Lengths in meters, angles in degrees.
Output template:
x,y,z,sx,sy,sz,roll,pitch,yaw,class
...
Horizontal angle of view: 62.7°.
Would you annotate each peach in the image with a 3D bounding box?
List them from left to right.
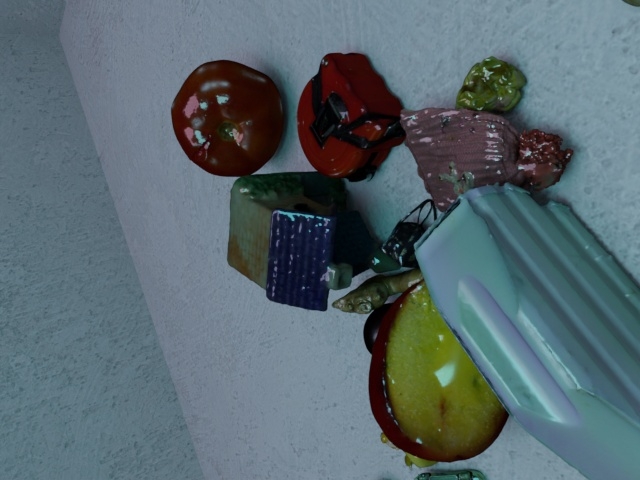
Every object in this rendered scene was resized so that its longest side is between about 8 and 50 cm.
x,y,z,sx,sy,sz,roll,pitch,yaw,class
0.224,0.223,0.956,0.281,0.281,0.338,34,126,41,peach

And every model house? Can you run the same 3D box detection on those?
x,y,z,sx,sy,sz,roll,pitch,yaw,class
0.000,0.000,1.119,0.280,0.312,0.245,28,116,46,model house

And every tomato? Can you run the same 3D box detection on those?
x,y,z,sx,sy,sz,roll,pitch,yaw,class
-0.229,-0.319,1.358,0.226,0.299,0.298,-103,19,-62,tomato

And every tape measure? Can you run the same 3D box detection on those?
x,y,z,sx,sy,sz,roll,pitch,yaw,class
0.056,-0.250,1.126,0.253,0.114,0.260,60,140,20,tape measure

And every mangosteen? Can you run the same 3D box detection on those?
x,y,z,sx,sy,sz,roll,pitch,yaw,class
0.152,0.200,1.159,0.140,0.140,0.140,20,117,47,mangosteen

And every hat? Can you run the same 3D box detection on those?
x,y,z,sx,sy,sz,roll,pitch,yaw,class
0.271,-0.125,0.887,0.287,0.107,0.236,6,136,47,hat

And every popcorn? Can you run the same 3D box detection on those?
x,y,z,sx,sy,sz,roll,pitch,yaw,class
0.275,-0.252,0.878,0.109,0.089,0.096,-38,58,46,popcorn

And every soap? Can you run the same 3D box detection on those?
x,y,z,sx,sy,sz,roll,pitch,yaw,class
0.346,0.123,0.764,0.446,0.262,0.156,57,142,21,soap

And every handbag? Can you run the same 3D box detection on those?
x,y,z,sx,sy,sz,roll,pitch,yaw,class
0.192,-0.020,1.053,0.072,0.115,0.139,32,108,42,handbag

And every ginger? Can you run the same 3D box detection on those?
x,y,z,sx,sy,sz,roll,pitch,yaw,class
0.136,0.110,1.123,0.214,0.133,0.058,-16,102,45,ginger

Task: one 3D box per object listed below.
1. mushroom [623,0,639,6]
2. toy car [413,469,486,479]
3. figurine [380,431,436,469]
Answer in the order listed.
x,y,z,sx,sy,sz,roll,pitch,yaw,class
0.479,-0.310,0.598,0.270,0.103,0.118,46,129,47,mushroom
0.283,0.542,1.145,0.186,0.058,0.093,-25,81,40,toy car
0.213,0.424,1.157,0.246,0.131,0.156,-36,32,66,figurine
